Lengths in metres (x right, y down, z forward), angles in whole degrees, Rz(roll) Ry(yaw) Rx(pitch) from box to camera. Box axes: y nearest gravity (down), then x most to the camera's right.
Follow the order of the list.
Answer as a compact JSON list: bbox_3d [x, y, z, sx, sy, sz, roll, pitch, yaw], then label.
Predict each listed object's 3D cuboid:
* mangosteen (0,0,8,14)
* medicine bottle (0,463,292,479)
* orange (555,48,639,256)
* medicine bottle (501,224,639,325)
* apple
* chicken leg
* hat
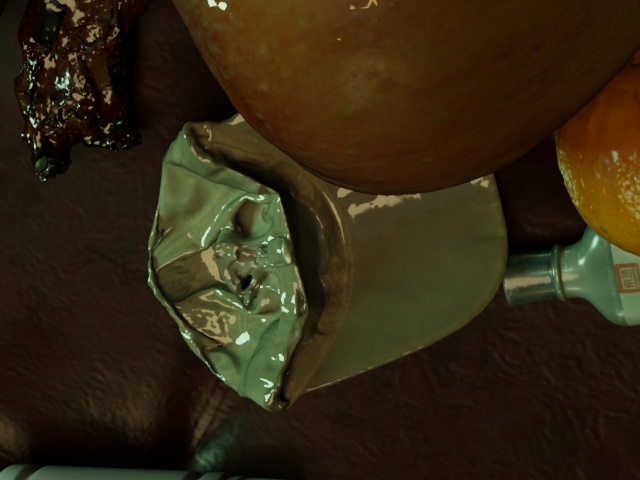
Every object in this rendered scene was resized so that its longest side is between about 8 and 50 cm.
[{"bbox_3d":[-0.353,-0.199,0.991,0.311,0.311,0.311,6,116,12],"label":"mangosteen"},{"bbox_3d":[-0.142,0.250,1.247,0.250,0.133,0.133,-1,115,14],"label":"medicine bottle"},{"bbox_3d":[0.244,-0.060,0.963,0.193,0.193,0.161,-2,107,15],"label":"orange"},{"bbox_3d":[0.234,0.016,1.080,0.208,0.054,0.090,-7,113,19],"label":"medicine bottle"},{"bbox_3d":[0.056,-0.205,0.881,0.305,0.338,0.338,-31,105,5],"label":"apple"},{"bbox_3d":[-0.168,-0.141,1.104,0.105,0.063,0.234,14,117,2],"label":"chicken leg"},{"bbox_3d":[0.000,0.000,1.127,0.245,0.149,0.214,-15,93,-15],"label":"hat"}]
